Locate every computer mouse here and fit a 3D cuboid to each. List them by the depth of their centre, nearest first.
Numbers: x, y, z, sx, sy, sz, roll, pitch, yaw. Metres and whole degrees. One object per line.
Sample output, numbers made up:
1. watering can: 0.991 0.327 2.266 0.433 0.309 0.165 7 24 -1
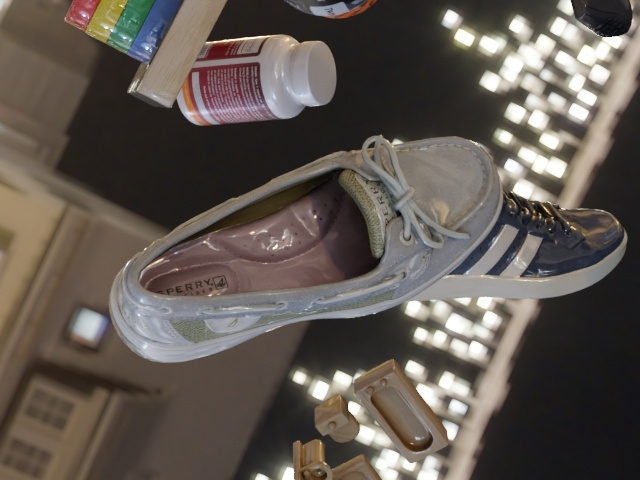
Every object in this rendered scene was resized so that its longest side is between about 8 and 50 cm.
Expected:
1. computer mouse: 0.270 -0.273 2.100 0.041 0.242 0.071 -17 -111 31

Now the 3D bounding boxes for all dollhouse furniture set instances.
1. dollhouse furniture set: 0.051 0.240 2.086 0.151 0.144 0.123 -29 -152 15

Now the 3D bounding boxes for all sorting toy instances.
1. sorting toy: -0.085 -0.223 1.327 0.257 0.089 0.255 -62 -172 0

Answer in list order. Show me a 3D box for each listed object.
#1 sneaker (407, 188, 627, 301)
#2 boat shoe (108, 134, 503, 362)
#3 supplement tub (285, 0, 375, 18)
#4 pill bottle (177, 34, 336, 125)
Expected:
1. sneaker: 0.162 -0.027 2.051 0.131 0.350 0.148 -133 -138 -57
2. boat shoe: -0.002 -0.002 1.484 0.103 0.320 0.118 120 -50 -69
3. supplement tub: -0.005 -0.265 1.714 0.117 0.117 0.190 -67 160 -8
4. pill bottle: -0.065 -0.164 2.027 0.152 0.086 0.086 -2 -123 28
